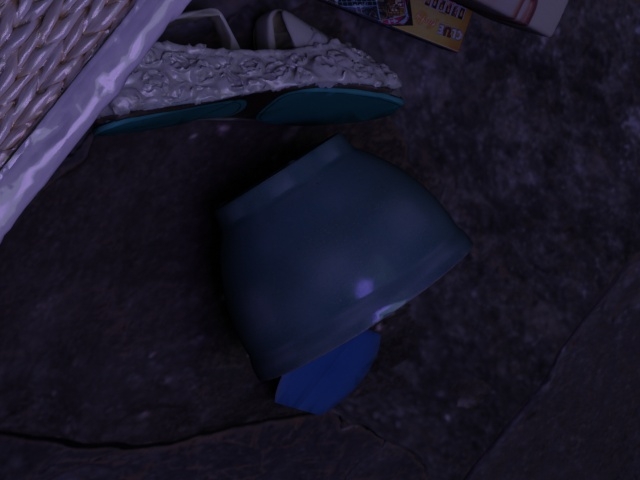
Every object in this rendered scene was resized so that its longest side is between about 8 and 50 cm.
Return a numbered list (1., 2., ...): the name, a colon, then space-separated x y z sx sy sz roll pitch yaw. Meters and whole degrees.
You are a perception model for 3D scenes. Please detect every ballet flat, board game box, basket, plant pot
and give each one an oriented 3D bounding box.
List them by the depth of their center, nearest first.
1. basket: -0.330 -0.186 1.497 0.266 0.328 0.331 37 84 -15
2. ballet flat: -0.083 -0.197 1.802 0.408 0.147 0.147 -6 109 -31
3. plant pot: 0.000 0.000 1.847 0.293 0.293 0.196 -34 95 -19
4. board game box: 0.091 -0.337 1.915 0.243 0.042 0.165 16 96 -36
5. board game box: 0.002 0.150 2.017 0.133 0.033 0.168 -53 147 8

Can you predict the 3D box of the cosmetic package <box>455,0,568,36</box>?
1. cosmetic package: 0.143 -0.349 1.826 0.296 0.153 0.129 19 96 -34
